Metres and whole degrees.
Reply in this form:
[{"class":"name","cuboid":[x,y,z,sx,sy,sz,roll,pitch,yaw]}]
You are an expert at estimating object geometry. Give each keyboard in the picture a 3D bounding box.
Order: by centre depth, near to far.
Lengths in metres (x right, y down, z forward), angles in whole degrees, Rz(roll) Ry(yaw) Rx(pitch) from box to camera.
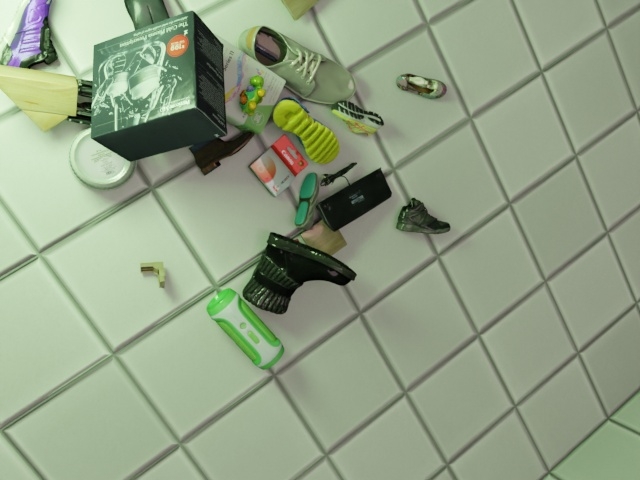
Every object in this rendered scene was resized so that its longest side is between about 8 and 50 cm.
[{"class":"keyboard","cuboid":[0.111,-0.183,2.025,0.317,0.033,0.202,-31,101,-28]}]

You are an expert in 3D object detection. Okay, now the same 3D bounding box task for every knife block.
[{"class":"knife block","cuboid":[-0.761,-0.446,1.625,0.242,0.088,0.276,-36,133,-1]}]

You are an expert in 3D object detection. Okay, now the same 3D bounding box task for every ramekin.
[{"class":"ramekin","cuboid":[-0.672,-0.256,1.715,0.207,0.109,0.207,-2,96,-21]}]

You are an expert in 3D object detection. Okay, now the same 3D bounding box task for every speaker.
[{"class":"speaker","cuboid":[-0.258,0.306,1.917,0.131,0.131,0.296,-42,108,-11]}]

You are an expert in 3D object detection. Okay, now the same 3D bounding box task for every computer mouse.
[{"class":"computer mouse","cuboid":[-0.522,-0.689,1.745,0.188,0.072,0.272,-26,104,-16]}]

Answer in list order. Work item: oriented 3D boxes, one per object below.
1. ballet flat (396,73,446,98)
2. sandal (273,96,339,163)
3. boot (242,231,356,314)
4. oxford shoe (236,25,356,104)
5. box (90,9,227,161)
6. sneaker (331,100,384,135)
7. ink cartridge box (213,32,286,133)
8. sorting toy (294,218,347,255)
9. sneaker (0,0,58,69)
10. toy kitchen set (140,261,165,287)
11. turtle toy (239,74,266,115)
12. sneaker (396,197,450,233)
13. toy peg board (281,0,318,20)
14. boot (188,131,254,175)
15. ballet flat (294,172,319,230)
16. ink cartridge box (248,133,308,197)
[{"class":"ballet flat","cuboid":[0.395,-0.584,2.091,0.221,0.079,0.077,7,92,-21]},{"class":"sandal","cuboid":[-0.049,-0.392,1.925,0.126,0.138,0.317,-38,129,11]},{"class":"boot","cuboid":[-0.074,0.148,1.919,0.347,0.131,0.260,22,96,6]},{"class":"oxford shoe","cuboid":[-0.069,-0.593,1.895,0.449,0.130,0.169,21,86,-23]},{"class":"box","cuboid":[-0.462,-0.435,1.596,0.343,0.179,0.313,-12,72,17]},{"class":"sneaker","cuboid":[0.123,-0.429,2.001,0.208,0.094,0.082,18,49,-24]},{"class":"ink cartridge box","cuboid":[-0.316,-0.516,1.790,0.353,0.119,0.207,26,86,-29]},{"class":"sorting toy","cuboid":[0.000,0.000,2.024,0.274,0.046,0.132,-36,106,-14]},{"class":"sneaker","cuboid":[-0.833,-0.595,1.631,0.146,0.102,0.293,30,91,-23]},{"class":"toy kitchen set","cuboid":[-0.552,0.125,1.825,0.075,0.083,0.068,-2,138,-20]},{"class":"turtle toy","cuboid":[-0.213,-0.458,1.743,0.066,0.095,0.130,33,82,-9]},{"class":"sneaker","cuboid":[0.408,-0.093,2.143,0.227,0.087,0.130,6,100,-15]},{"class":"toy peg board","cuboid":[-0.088,-0.869,1.896,0.161,0.079,0.161,-45,124,-10]},{"class":"boot","cuboid":[-0.329,-0.319,1.835,0.219,0.082,0.106,-36,100,5]},{"class":"ballet flat","cuboid":[-0.041,-0.137,1.985,0.068,0.072,0.213,32,67,-50]},{"class":"ink cartridge box","cuboid":[-0.142,-0.262,1.947,0.179,0.045,0.145,-43,108,-9]}]
